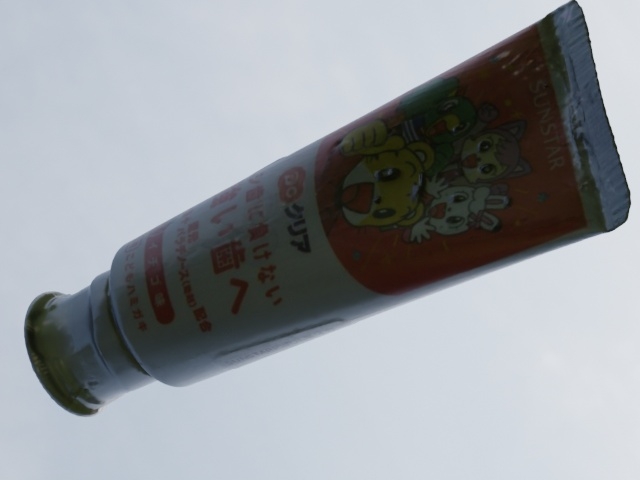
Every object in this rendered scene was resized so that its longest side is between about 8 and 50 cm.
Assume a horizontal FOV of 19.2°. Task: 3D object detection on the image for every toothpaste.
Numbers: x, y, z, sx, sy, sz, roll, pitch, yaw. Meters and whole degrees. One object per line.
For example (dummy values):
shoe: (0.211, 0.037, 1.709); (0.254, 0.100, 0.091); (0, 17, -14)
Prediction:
toothpaste: (0.000, 0.000, 0.673); (0.057, 0.234, 0.089); (33, -141, -50)
